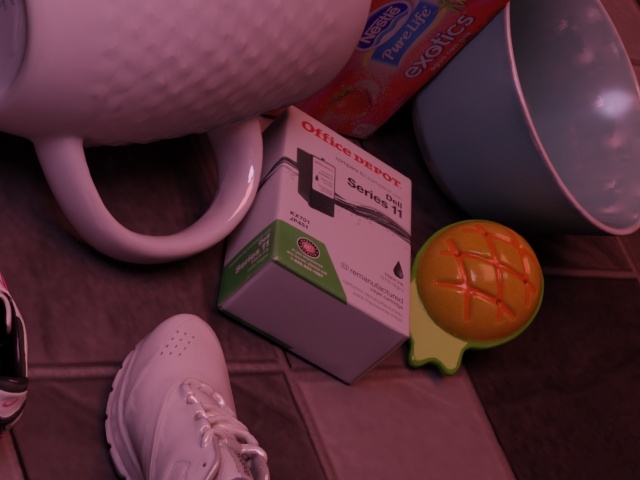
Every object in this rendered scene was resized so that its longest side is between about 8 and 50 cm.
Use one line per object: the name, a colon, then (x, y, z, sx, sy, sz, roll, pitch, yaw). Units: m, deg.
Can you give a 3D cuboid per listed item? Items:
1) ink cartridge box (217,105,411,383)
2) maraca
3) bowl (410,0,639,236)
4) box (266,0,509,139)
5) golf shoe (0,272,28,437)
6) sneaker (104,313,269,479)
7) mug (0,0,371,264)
ink cartridge box: (0.000, 0.000, 1.351, 0.153, 0.087, 0.208, 30, 38, -23)
maraca: (0.136, 0.051, 1.441, 0.185, 0.099, 0.127, -35, 77, -28)
bowl: (0.210, -0.133, 1.589, 0.311, 0.163, 0.312, 29, 52, -45)
box: (0.063, -0.255, 1.474, 0.142, 0.300, 0.154, 11, 49, -40)
golf shoe: (-0.238, 0.050, 1.062, 0.067, 0.086, 0.186, 8, 50, -40)
sneaker: (-0.082, 0.168, 1.073, 0.111, 0.129, 0.297, 21, 42, -29)
mug: (-0.152, -0.166, 1.236, 0.328, 0.276, 0.374, -22, 104, -47)
